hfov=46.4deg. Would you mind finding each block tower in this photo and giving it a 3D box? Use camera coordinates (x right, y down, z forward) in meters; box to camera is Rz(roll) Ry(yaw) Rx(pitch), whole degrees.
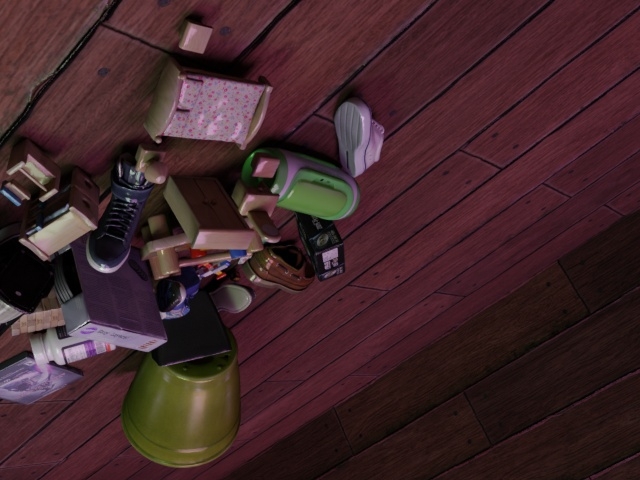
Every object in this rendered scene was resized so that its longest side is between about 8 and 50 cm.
[{"bbox_3d":[-0.566,0.131,1.735,0.336,0.097,0.091,-9,150,-27],"label":"block tower"}]

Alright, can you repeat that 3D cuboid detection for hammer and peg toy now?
[{"bbox_3d":[-0.269,-0.004,1.667,0.266,0.127,0.361,-15,179,-18],"label":"hammer and peg toy"}]

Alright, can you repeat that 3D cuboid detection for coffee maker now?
[{"bbox_3d":[-0.592,0.105,1.414,0.178,0.120,0.171,-32,-177,31],"label":"coffee maker"}]

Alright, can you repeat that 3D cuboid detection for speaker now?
[{"bbox_3d":[-0.038,-0.124,1.674,0.131,0.131,0.297,-39,151,27],"label":"speaker"}]

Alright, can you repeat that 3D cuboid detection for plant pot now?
[{"bbox_3d":[-0.352,0.217,1.950,0.188,0.166,0.187,-10,-178,-19],"label":"plant pot"},{"bbox_3d":[-0.386,0.414,2.190,0.367,0.366,0.353,-10,140,-28],"label":"plant pot"}]

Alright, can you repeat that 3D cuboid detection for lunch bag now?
[{"bbox_3d":[-0.345,0.102,1.865,0.067,0.098,0.065,-24,160,-26],"label":"lunch bag"}]

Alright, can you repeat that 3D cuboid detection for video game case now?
[{"bbox_3d":[-0.820,0.389,2.084,0.196,0.026,0.274,-27,154,5],"label":"video game case"}]

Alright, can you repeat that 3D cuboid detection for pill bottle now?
[{"bbox_3d":[-0.628,0.252,1.894,0.194,0.108,0.108,-15,153,-19],"label":"pill bottle"}]

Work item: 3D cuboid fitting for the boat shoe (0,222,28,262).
[{"bbox_3d":[-0.679,0.090,1.540,0.306,0.104,0.113,-34,153,19],"label":"boat shoe"}]

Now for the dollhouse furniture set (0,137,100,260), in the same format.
[{"bbox_3d":[-0.516,-0.088,1.361,0.129,0.129,0.183,-30,130,12],"label":"dollhouse furniture set"}]

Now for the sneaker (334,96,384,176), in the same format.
[{"bbox_3d":[0.090,-0.239,1.630,0.091,0.094,0.258,-38,162,-15],"label":"sneaker"}]

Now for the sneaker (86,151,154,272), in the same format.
[{"bbox_3d":[-0.376,-0.063,1.413,0.086,0.226,0.163,19,139,-12],"label":"sneaker"}]

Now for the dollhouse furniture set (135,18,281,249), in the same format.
[{"bbox_3d":[-0.137,-0.171,1.325,0.303,0.173,0.355,1,129,-38],"label":"dollhouse furniture set"}]

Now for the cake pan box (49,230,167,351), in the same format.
[{"bbox_3d":[-0.458,0.104,1.600,0.070,0.245,0.267,-32,154,15],"label":"cake pan box"}]

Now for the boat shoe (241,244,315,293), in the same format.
[{"bbox_3d":[-0.081,0.072,2.010,0.104,0.110,0.307,-43,161,19],"label":"boat shoe"}]

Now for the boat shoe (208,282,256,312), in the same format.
[{"bbox_3d":[-0.246,0.155,2.027,0.228,0.081,0.069,-15,-176,45],"label":"boat shoe"}]

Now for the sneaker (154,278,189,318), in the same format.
[{"bbox_3d":[-0.349,0.139,1.775,0.081,0.080,0.211,-1,165,-26],"label":"sneaker"}]

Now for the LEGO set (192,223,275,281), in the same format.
[{"bbox_3d":[-0.228,0.049,1.920,0.183,0.060,0.244,-5,149,-28],"label":"LEGO set"}]

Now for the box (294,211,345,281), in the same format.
[{"bbox_3d":[0.000,0.000,1.917,0.078,0.147,0.180,-21,155,-7],"label":"box"}]
